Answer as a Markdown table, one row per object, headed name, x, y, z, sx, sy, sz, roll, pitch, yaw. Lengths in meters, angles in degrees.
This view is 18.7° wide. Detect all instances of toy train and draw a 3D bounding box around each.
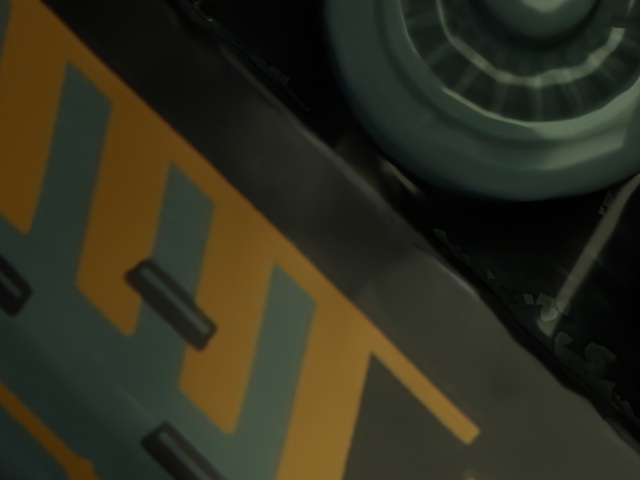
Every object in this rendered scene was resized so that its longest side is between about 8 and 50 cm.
| name | x | y | z | sx | sy | sz | roll | pitch | yaw |
| --- | --- | --- | --- | --- | --- | --- | --- | --- | --- |
| toy train | 0.000 | 0.000 | 0.401 | 0.334 | 0.142 | 0.190 | 44 | 87 | 2 |
